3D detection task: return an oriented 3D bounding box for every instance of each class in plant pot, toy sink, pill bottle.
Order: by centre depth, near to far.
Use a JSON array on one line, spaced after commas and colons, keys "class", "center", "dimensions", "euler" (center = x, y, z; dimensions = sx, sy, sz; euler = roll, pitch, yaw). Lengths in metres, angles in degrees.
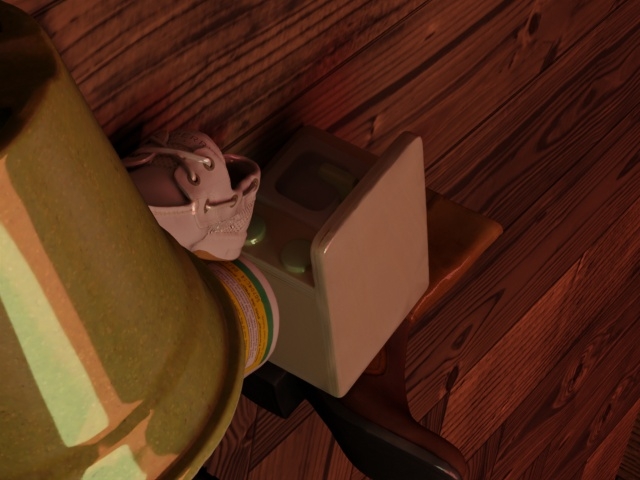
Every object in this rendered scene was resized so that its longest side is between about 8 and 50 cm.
[{"class": "plant pot", "center": [-0.205, 0.008, 1.042], "dimensions": [0.276, 0.276, 0.254], "euler": [-49, 144, -28]}, {"class": "pill bottle", "center": [-0.133, 0.087, 1.440], "dimensions": [0.208, 0.117, 0.117], "euler": [-30, 142, -53]}, {"class": "toy sink", "center": [0.000, 0.000, 1.606], "dimensions": [0.153, 0.131, 0.234], "euler": [-51, 155, -26]}]

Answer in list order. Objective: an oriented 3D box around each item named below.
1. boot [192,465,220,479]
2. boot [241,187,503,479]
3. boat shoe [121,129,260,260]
[{"class": "boot", "center": [-0.175, 0.289, 1.616], "dimensions": [0.207, 0.094, 0.246], "euler": [-58, 165, 1]}, {"class": "boot", "center": [0.090, 0.088, 1.738], "dimensions": [0.280, 0.264, 0.096], "euler": [-48, 146, -26]}, {"class": "boat shoe", "center": [-0.116, -0.041, 1.361], "dimensions": [0.096, 0.098, 0.277], "euler": [-65, 167, 8]}]
